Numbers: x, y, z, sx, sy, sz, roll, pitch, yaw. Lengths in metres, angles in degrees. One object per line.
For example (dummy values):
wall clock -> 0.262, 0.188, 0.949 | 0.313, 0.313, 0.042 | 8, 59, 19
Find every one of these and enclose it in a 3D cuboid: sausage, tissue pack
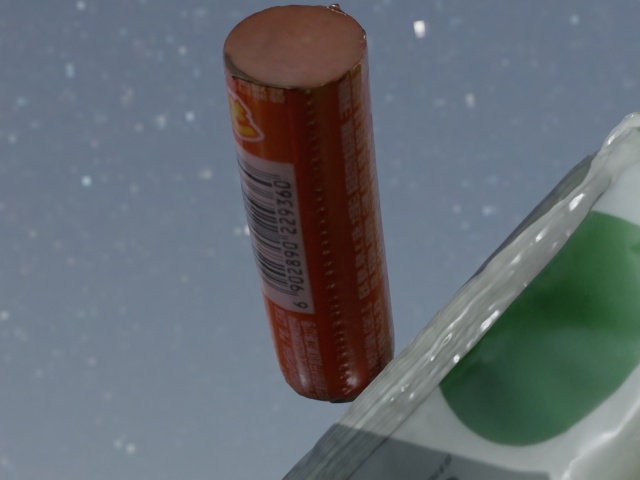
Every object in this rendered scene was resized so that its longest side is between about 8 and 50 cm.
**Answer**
sausage -> 0.000, 0.000, 1.038 | 0.074, 0.074, 0.274 | -7, -47, 1
tissue pack -> 0.164, 0.135, 1.048 | 0.266, 0.194, 0.356 | 22, -61, -36
